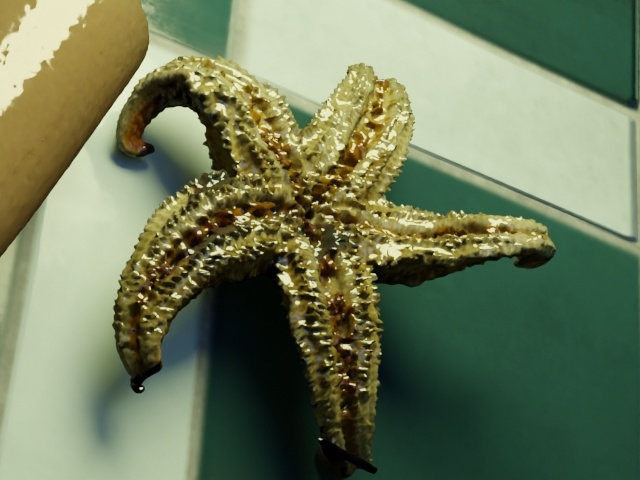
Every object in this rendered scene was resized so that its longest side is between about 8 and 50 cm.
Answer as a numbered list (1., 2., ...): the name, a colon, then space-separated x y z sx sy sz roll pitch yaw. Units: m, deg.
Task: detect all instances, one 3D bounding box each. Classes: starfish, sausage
1. starfish: 0.001 0.003 1.183 0.312 0.113 0.303 1 63 -25
2. sausage: -0.207 -0.061 1.056 0.123 0.123 0.253 39 51 -13
